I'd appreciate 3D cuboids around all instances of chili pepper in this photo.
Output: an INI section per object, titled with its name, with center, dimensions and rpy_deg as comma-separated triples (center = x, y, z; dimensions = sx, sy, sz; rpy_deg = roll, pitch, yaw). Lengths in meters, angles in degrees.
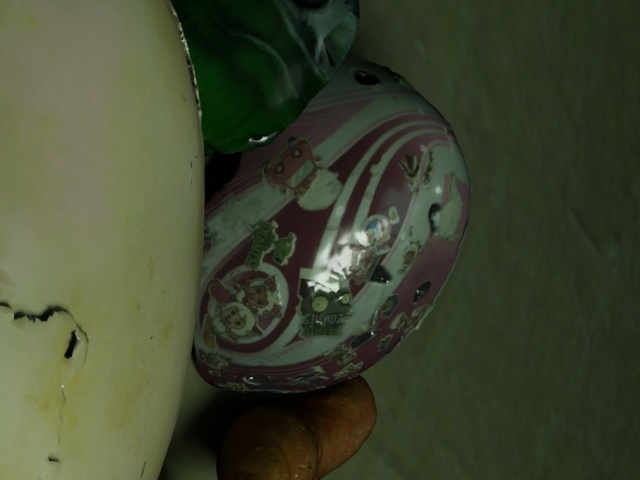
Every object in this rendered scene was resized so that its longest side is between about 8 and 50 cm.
[chili pepper]
center = -0.057, -0.101, 0.832
dimensions = 0.216, 0.062, 0.108
rpy_deg = 20, 78, -59

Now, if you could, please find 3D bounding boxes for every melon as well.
[melon]
center = -0.148, 0.024, 0.528
dimensions = 0.223, 0.223, 0.317
rpy_deg = 29, 75, -62

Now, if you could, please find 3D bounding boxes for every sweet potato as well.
[sweet potato]
center = -0.017, 0.101, 0.990
dimensions = 0.055, 0.058, 0.202
rpy_deg = -60, 170, 19

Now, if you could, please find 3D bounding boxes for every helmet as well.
[helmet]
center = 0.015, -0.004, 0.963
dimensions = 0.153, 0.107, 0.177
rpy_deg = 17, 84, -66

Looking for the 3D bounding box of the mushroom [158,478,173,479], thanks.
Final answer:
[mushroom]
center = -0.097, 0.237, 0.854
dimensions = 0.099, 0.096, 0.278
rpy_deg = 67, 33, -65
